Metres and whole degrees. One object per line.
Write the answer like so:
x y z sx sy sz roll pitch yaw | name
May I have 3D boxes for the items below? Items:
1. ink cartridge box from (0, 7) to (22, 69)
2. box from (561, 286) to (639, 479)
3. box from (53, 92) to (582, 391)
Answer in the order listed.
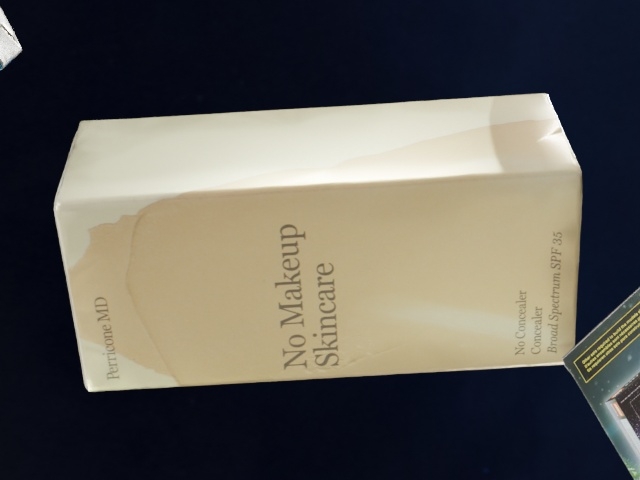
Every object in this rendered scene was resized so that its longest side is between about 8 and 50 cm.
-0.458 -0.185 1.436 0.134 0.231 0.078 -103 -12 -73 | ink cartridge box
0.209 0.034 0.446 0.044 0.233 0.159 13 -140 -41 | box
0.000 0.000 0.832 0.121 0.311 0.148 -93 -2 -60 | box
